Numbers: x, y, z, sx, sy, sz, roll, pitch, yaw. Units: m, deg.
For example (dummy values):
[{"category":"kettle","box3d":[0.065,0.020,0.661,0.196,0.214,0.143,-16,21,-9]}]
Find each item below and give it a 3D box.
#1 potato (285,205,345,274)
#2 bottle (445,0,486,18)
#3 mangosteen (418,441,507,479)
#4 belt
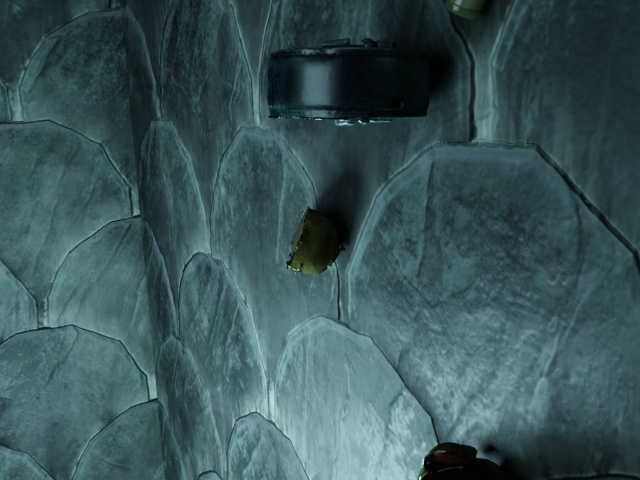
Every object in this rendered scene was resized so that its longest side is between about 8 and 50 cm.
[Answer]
[{"category":"potato","box3d":[0.000,0.000,1.226,0.172,0.089,0.100,-85,16,-77]},{"category":"bottle","box3d":[0.184,-0.310,0.812,0.063,0.047,0.101,39,129,25]},{"category":"mangosteen","box3d":[0.180,0.354,0.904,0.200,0.200,0.199,27,121,57]},{"category":"belt","box3d":[0.029,-0.214,0.952,0.267,0.207,0.116,-155,64,-65]}]
